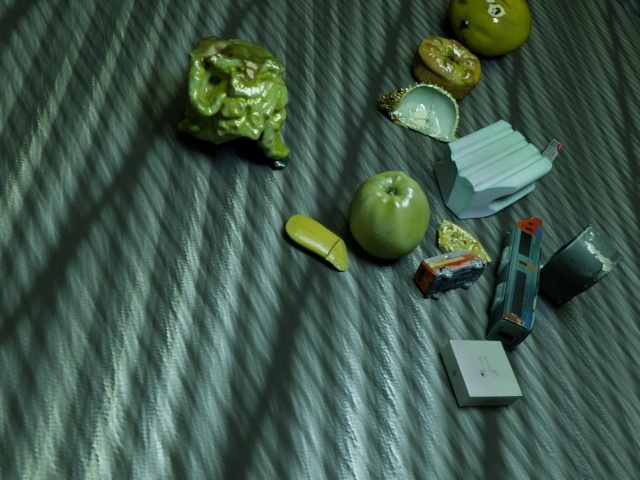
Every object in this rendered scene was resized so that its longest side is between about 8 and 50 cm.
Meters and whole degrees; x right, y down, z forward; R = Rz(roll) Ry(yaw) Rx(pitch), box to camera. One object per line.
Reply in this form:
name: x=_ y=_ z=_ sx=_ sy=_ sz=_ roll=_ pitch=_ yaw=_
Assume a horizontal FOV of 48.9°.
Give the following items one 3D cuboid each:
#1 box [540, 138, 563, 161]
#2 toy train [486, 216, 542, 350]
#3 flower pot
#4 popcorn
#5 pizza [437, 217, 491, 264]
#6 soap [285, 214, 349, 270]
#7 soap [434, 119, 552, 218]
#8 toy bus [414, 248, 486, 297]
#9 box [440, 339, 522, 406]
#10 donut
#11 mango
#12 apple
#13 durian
box: x=0.663 y=-0.235 z=2.094 sx=0.039 sy=0.055 sz=0.218 roll=39 pitch=45 yaw=8
toy train: x=0.466 y=0.079 z=1.680 sx=0.089 sy=0.086 sz=0.409 roll=25 pitch=44 yaw=-1
flower pot: x=0.597 y=0.066 z=1.663 sx=0.103 sy=0.229 sz=0.108 roll=-38 pitch=77 yaw=-24
popcorn: x=-0.195 y=-0.326 z=1.608 sx=0.293 sy=0.237 sz=0.293 roll=15 pitch=41 yaw=-13
pizza: x=0.344 y=0.010 z=1.717 sx=0.160 sy=0.036 sz=0.099 roll=42 pitch=45 yaw=13
soap: x=0.000 y=0.000 z=1.553 sx=0.168 sy=0.033 sz=0.089 roll=31 pitch=46 yaw=0
soap: x=0.451 y=-0.188 z=1.897 sx=0.347 sy=0.115 sz=0.208 roll=-26 pitch=65 yaw=-41
toy bus: x=0.297 y=0.070 z=1.612 sx=0.174 sy=0.079 sz=0.077 roll=-14 pitch=48 yaw=-36
box: x=0.330 y=0.274 z=1.455 sx=0.130 sy=0.051 sz=0.129 roll=4 pitch=49 yaw=-23
donut: x=0.393 y=-0.541 z=2.194 sx=0.226 sy=0.114 sz=0.226 roll=14 pitch=45 yaw=-15
mango: x=0.600 y=-0.804 z=2.471 sx=0.301 sy=0.220 sz=0.445 roll=27 pitch=40 yaw=2
apple: x=0.153 y=-0.057 z=1.583 sx=0.200 sy=0.200 sz=0.200 roll=14 pitch=45 yaw=-15
durian: x=0.290 y=-0.374 z=2.002 sx=0.252 sy=0.144 sz=0.139 roll=20 pitch=66 yaw=-17
